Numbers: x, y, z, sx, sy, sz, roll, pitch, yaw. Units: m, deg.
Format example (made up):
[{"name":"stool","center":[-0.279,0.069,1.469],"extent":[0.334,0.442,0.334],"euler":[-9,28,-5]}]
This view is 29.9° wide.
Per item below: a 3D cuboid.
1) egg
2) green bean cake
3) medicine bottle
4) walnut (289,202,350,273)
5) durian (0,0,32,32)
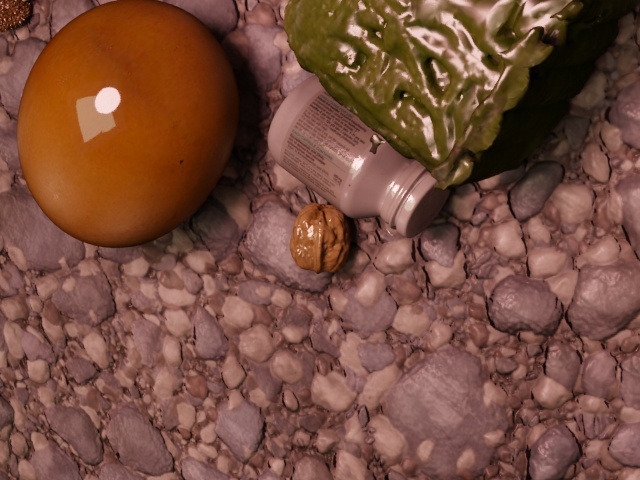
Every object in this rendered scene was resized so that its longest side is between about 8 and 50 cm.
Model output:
[{"name":"egg","center":[-0.254,-0.150,1.578],"extent":[0.282,0.282,0.351],"euler":[42,129,19]},{"name":"green bean cake","center":[0.143,-0.256,1.340],"extent":[0.319,0.218,0.335],"euler":[42,117,20]},{"name":"medicine bottle","center":[0.052,-0.100,1.476],"extent":[0.215,0.135,0.135],"euler":[37,117,21]},{"name":"walnut","center":[0.000,0.000,1.565],"extent":[0.078,0.082,0.096],"euler":[5,113,2]},{"name":"durian","center":[-0.477,-0.358,1.809],"extent":[0.091,0.080,0.080],"euler":[-19,89,18]}]
